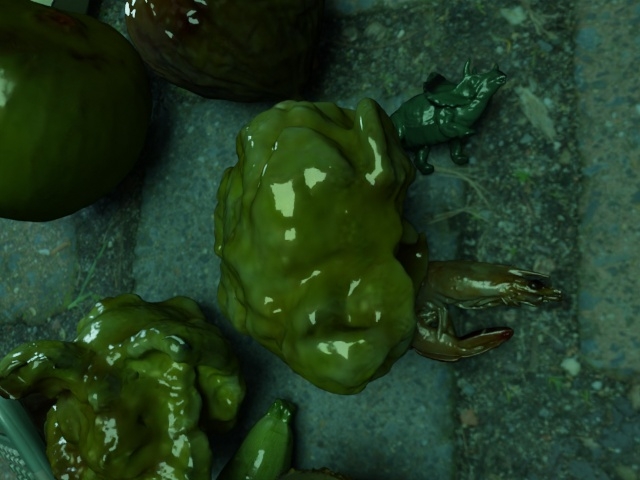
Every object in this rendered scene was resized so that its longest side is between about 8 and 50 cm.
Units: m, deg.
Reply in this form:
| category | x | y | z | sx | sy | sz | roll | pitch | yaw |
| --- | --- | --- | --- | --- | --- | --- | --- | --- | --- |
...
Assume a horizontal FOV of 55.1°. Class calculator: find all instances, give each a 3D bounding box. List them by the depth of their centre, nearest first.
| category | x | y | z | sx | sy | sz | roll | pitch | yaw |
| --- | --- | --- | --- | --- | --- | --- | --- | --- | --- |
| calculator | -0.469 | 0.307 | 0.944 | 0.184 | 0.042 | 0.295 | -14 | 106 | 50 |

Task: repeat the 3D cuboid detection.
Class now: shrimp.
| category | x | y | z | sx | sy | sz | roll | pitch | yaw |
| --- | --- | --- | --- | --- | --- | --- | --- | --- | --- |
| shrimp | 0.189 | 0.090 | 0.788 | 0.236 | 0.053 | 0.133 | -4 | 77 | 25 |

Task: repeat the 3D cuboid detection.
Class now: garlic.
| category | x | y | z | sx | sy | sz | roll | pitch | yaw |
| --- | --- | --- | --- | --- | --- | --- | --- | --- | --- |
| garlic | -0.440 | 0.268 | 0.984 | 0.174 | 0.099 | 0.124 | 50 | 119 | 18 |

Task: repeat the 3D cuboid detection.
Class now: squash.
| category | x | y | z | sx | sy | sz | roll | pitch | yaw |
| --- | --- | --- | --- | --- | --- | --- | --- | --- | --- |
| squash | -0.116 | 0.397 | 0.832 | 0.118 | 0.118 | 0.370 | 24 | 89 | 22 |

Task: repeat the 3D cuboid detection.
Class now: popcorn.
| category | x | y | z | sx | sy | sz | roll | pitch | yaw |
| --- | --- | --- | --- | --- | --- | --- | --- | --- | --- |
| popcorn | -0.012 | 0.005 | 0.731 | 0.293 | 0.292 | 0.334 | -21 | 88 | 17 |
| popcorn | -0.218 | 0.201 | 0.809 | 0.321 | 0.290 | 0.325 | 35 | 119 | 5 |

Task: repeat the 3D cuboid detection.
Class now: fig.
| category | x | y | z | sx | sy | sz | roll | pitch | yaw |
| --- | --- | --- | --- | --- | --- | --- | --- | --- | --- |
| fig | -0.082 | -0.267 | 0.870 | 0.286 | 0.286 | 0.368 | -30 | 110 | 15 |
| fig | -0.430 | -0.179 | 0.930 | 0.343 | 0.343 | 0.343 | -3 | 82 | 20 |

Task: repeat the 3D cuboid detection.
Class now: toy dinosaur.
| category | x | y | z | sx | sy | sz | roll | pitch | yaw |
| --- | --- | --- | --- | --- | --- | --- | --- | --- | --- |
| toy dinosaur | 0.127 | -0.130 | 0.832 | 0.292 | 0.079 | 0.120 | -43 | 65 | 24 |

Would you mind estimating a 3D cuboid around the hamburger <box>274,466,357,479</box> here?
| category | x | y | z | sx | sy | sz | roll | pitch | yaw |
| --- | --- | --- | --- | --- | --- | --- | --- | --- | --- |
| hamburger | -0.003 | 0.395 | 0.657 | 0.294 | 0.179 | 0.276 | 31 | 105 | 43 |

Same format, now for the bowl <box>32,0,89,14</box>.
| category | x | y | z | sx | sy | sz | roll | pitch | yaw |
| --- | --- | --- | --- | --- | --- | --- | --- | --- | --- |
| bowl | -0.499 | -0.437 | 1.079 | 0.238 | 0.126 | 0.237 | -3 | 81 | 21 |
